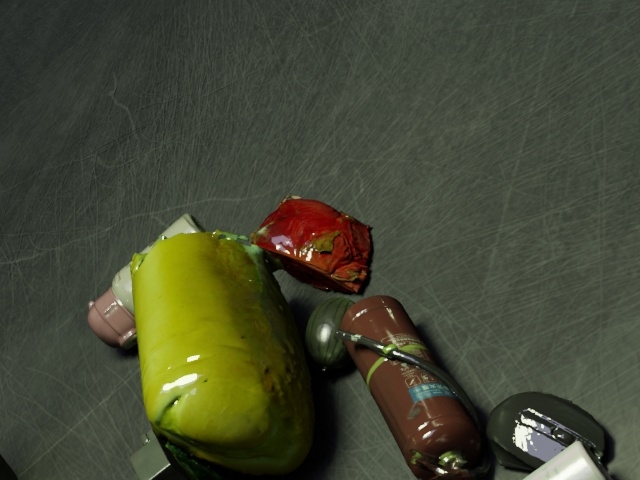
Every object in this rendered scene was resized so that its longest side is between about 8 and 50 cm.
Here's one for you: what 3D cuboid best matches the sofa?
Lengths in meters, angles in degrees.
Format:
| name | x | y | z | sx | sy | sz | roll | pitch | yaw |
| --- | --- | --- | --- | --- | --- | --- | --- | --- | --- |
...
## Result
| name | x | y | z | sx | sy | sz | roll | pitch | yaw |
| --- | --- | --- | --- | --- | --- | --- | --- | --- | --- |
| sofa | -0.193 | 0.325 | 1.957 | 0.060 | 0.147 | 0.085 | -39 | 39 | 2 |

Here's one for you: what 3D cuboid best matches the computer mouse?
| name | x | y | z | sx | sy | sz | roll | pitch | yaw |
| --- | --- | --- | --- | --- | --- | --- | --- | --- | --- |
| computer mouse | 0.256 | 0.221 | 1.717 | 0.172 | 0.057 | 0.099 | 19 | 63 | 47 |

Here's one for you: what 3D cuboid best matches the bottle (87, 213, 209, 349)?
| name | x | y | z | sx | sy | sz | roll | pitch | yaw |
| --- | --- | --- | --- | --- | --- | --- | --- | --- | --- |
| bottle | -0.258 | 0.071 | 2.296 | 0.233 | 0.110 | 0.110 | -42 | 37 | 2 |

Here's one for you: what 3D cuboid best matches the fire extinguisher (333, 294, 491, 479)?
| name | x | y | z | sx | sy | sz | roll | pitch | yaw |
| --- | --- | --- | --- | --- | --- | --- | --- | --- | --- |
| fire extinguisher | 0.110 | 0.195 | 1.823 | 0.105 | 0.142 | 0.341 | -65 | 29 | 24 |

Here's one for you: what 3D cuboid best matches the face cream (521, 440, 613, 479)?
| name | x | y | z | sx | sy | sz | roll | pitch | yaw |
| --- | --- | --- | --- | --- | --- | --- | --- | --- | --- |
| face cream | 0.187 | 0.345 | 1.634 | 0.311 | 0.092 | 0.092 | -37 | 37 | 9 |

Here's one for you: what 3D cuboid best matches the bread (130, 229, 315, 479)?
| name | x | y | z | sx | sy | sz | roll | pitch | yaw |
| --- | --- | --- | --- | --- | --- | --- | --- | --- | --- |
| bread | -0.129 | 0.159 | 1.980 | 0.208 | 0.251 | 0.376 | -27 | 36 | 12 |

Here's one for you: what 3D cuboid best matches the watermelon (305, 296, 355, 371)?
| name | x | y | z | sx | sy | sz | roll | pitch | yaw |
| --- | --- | --- | --- | --- | --- | --- | --- | --- | --- |
| watermelon | 0.019 | 0.128 | 2.014 | 0.078 | 0.078 | 0.110 | -10 | 48 | 36 |

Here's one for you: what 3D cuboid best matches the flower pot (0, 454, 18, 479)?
| name | x | y | z | sx | sy | sz | roll | pitch | yaw |
| --- | --- | --- | --- | --- | --- | --- | --- | --- | --- |
| flower pot | -0.615 | 0.382 | 2.203 | 0.379 | 0.251 | 0.379 | -22 | 43 | 22 |

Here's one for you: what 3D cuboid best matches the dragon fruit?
| name | x | y | z | sx | sy | sz | roll | pitch | yaw |
| --- | --- | --- | --- | --- | --- | --- | --- | --- | --- |
| dragon fruit | 0.001 | -0.002 | 2.123 | 0.161 | 0.127 | 0.120 | 17 | 74 | 50 |
